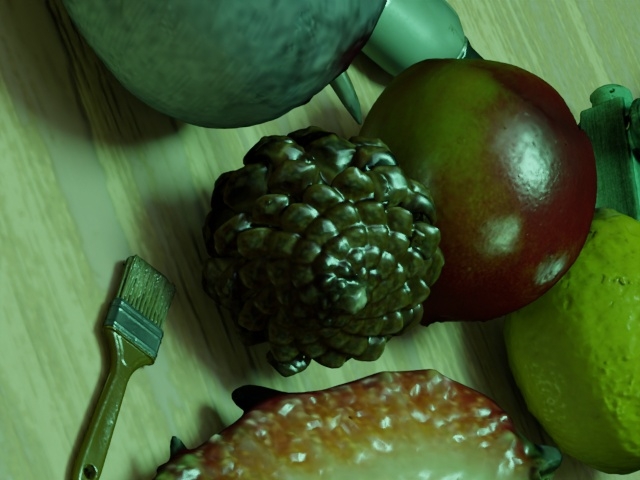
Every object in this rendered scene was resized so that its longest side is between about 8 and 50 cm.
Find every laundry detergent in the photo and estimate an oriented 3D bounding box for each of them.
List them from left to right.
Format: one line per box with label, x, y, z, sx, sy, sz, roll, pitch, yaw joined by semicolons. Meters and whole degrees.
laundry detergent;0.051;-0.188;1.352;0.225;0.070;0.099;36;39;-29

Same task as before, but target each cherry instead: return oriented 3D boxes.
cherry;-0.062;-0.194;1.114;0.296;0.218;0.255;42;40;-9

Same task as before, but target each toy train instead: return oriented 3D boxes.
toy train;0.280;-0.011;1.500;0.159;0.101;0.248;34;46;-50

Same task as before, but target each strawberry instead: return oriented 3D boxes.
strawberry;0.011;0.194;1.065;0.306;0.138;0.233;0;46;-22

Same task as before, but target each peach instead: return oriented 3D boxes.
peach;0.109;-0.031;1.242;0.197;0.197;0.197;26;51;-37

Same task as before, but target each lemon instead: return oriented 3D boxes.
lemon;0.231;0.081;1.323;0.193;0.180;0.180;46;41;-19

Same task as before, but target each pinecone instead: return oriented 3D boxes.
pinecone;0.000;0.000;1.125;0.173;0.173;0.174;26;51;-37

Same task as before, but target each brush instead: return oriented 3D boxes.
brush;-0.123;0.082;1.043;0.043;0.014;0.170;40;45;-29
